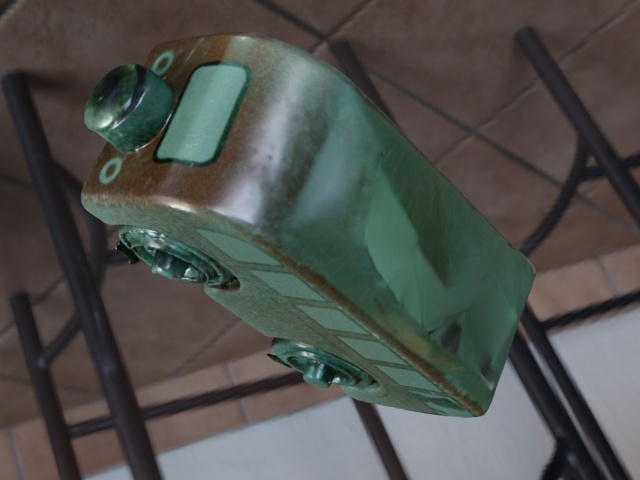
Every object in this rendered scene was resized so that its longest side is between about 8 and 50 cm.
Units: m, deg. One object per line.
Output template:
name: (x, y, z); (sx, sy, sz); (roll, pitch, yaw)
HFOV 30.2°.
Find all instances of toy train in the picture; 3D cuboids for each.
toy train: (0.000, 0.000, 0.721); (0.159, 0.129, 0.326); (2, 152, 42)
